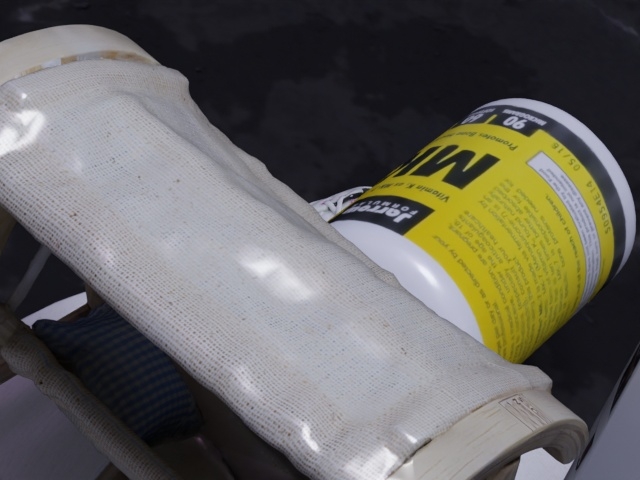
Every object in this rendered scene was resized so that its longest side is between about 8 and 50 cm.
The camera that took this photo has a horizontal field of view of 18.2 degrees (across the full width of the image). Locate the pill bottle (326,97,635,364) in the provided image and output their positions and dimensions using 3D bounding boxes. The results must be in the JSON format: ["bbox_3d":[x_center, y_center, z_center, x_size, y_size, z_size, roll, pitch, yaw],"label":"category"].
[{"bbox_3d":[0.058,0.022,1.000,0.119,0.119,0.208,38,47,17],"label":"pill bottle"}]

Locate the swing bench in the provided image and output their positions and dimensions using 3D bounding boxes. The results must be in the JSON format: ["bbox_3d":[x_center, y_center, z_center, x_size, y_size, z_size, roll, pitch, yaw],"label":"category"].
[{"bbox_3d":[-0.043,0.068,0.828,0.253,0.255,0.165,41,49,19],"label":"swing bench"}]

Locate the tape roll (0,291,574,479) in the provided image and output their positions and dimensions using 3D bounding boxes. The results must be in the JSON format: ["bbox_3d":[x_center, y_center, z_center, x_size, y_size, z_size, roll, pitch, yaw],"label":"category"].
[{"bbox_3d":[-0.027,0.182,0.956,0.392,0.072,0.392,9,47,-10],"label":"tape roll"}]

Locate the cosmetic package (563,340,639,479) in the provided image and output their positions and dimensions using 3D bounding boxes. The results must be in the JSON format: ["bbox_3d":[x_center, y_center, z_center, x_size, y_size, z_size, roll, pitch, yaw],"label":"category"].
[{"bbox_3d":[0.150,0.091,0.883,0.060,0.239,0.099,30,46,11],"label":"cosmetic package"}]

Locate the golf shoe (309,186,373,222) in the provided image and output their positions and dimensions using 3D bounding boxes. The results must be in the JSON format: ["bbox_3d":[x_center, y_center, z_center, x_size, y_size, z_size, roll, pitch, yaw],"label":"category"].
[{"bbox_3d":[0.000,0.000,1.125,0.186,0.086,0.067,-10,54,-24],"label":"golf shoe"}]
